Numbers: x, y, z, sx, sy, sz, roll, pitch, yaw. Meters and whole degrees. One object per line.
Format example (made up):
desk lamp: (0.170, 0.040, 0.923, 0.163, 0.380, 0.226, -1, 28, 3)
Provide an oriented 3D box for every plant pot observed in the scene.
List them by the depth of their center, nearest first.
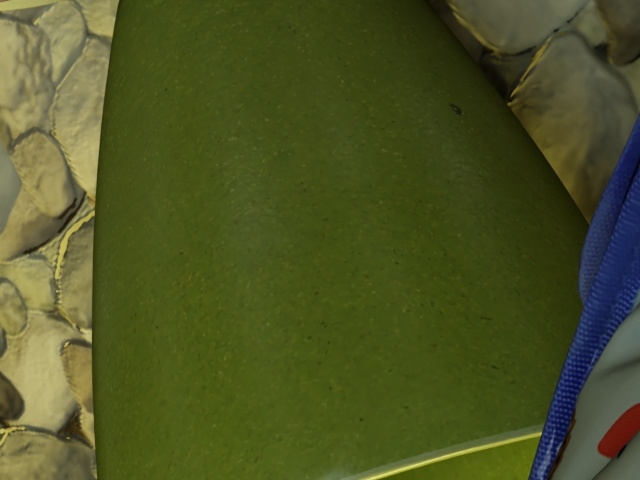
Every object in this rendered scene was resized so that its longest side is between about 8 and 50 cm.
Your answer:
plant pot: (0.000, 0.000, 0.775, 0.275, 0.275, 0.293, -29, 67, 29)

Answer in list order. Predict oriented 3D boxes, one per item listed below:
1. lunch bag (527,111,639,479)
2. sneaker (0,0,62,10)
lunch bag: (0.227, 0.123, 0.514, 0.328, 0.239, 0.385, 12, 104, -2)
sneaker: (-0.096, -0.235, 0.780, 0.305, 0.114, 0.152, -43, 40, 18)
